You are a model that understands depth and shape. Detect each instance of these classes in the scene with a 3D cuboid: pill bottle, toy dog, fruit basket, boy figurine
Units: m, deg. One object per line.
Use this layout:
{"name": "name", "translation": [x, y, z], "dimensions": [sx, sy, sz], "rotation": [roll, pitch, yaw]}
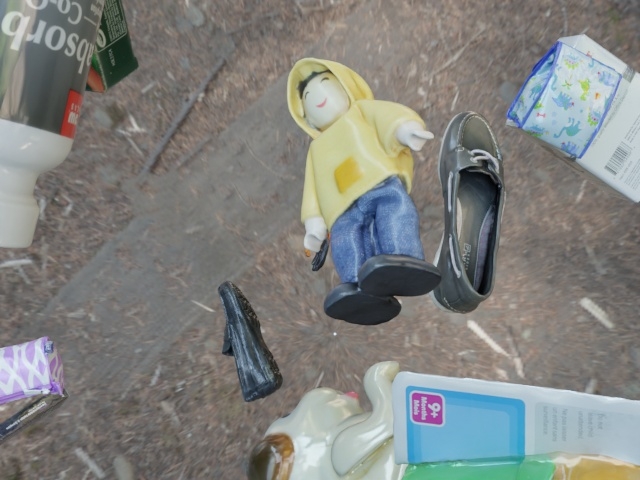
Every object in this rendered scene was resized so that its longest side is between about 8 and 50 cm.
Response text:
{"name": "pill bottle", "translation": [-0.335, -0.187, 0.908], "dimensions": [0.210, 0.210, 0.363], "rotation": [13, 91, 2]}
{"name": "toy dog", "translation": [0.094, 0.378, 1.395], "dimensions": [0.408, 0.284, 0.395], "rotation": [22, 98, 31]}
{"name": "fruit basket", "translation": [0.220, 0.250, 0.596], "dimensions": [0.353, 0.165, 0.327], "rotation": [6, 117, 28]}
{"name": "boy figurine", "translation": [0.037, -0.069, 0.873], "dimensions": [0.092, 0.177, 0.285], "rotation": [14, 51, -37]}

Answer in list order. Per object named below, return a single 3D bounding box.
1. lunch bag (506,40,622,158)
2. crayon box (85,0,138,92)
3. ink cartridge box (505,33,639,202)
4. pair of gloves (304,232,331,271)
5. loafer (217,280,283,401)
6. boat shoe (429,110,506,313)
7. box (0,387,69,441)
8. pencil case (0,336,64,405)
{"name": "lunch bag", "translation": [0.399, -0.232, 1.488], "dimensions": [0.129, 0.096, 0.151], "rotation": [23, 110, -16]}
{"name": "crayon box", "translation": [-0.411, -0.315, 1.206], "dimensions": [0.319, 0.202, 0.081], "rotation": [11, 39, 24]}
{"name": "ink cartridge box", "translation": [0.515, -0.227, 1.701], "dimensions": [0.273, 0.114, 0.197], "rotation": [32, 92, -14]}
{"name": "pair of gloves", "translation": [0.000, 0.000, 1.278], "dimensions": [0.010, 0.083, 0.074], "rotation": [14, 113, -19]}
{"name": "loafer", "translation": [-0.139, 0.172, 1.579], "dimensions": [0.078, 0.076, 0.223], "rotation": [-28, 64, 8]}
{"name": "boat shoe", "translation": [0.240, -0.052, 1.404], "dimensions": [0.112, 0.095, 0.335], "rotation": [15, 73, -21]}
{"name": "box", "translation": [-0.513, 0.311, 1.570], "dimensions": [0.162, 0.116, 0.029], "rotation": [-35, 88, -29]}
{"name": "pencil case", "translation": [-0.448, 0.198, 1.241], "dimensions": [0.206, 0.086, 0.088], "rotation": [-16, 54, -3]}
